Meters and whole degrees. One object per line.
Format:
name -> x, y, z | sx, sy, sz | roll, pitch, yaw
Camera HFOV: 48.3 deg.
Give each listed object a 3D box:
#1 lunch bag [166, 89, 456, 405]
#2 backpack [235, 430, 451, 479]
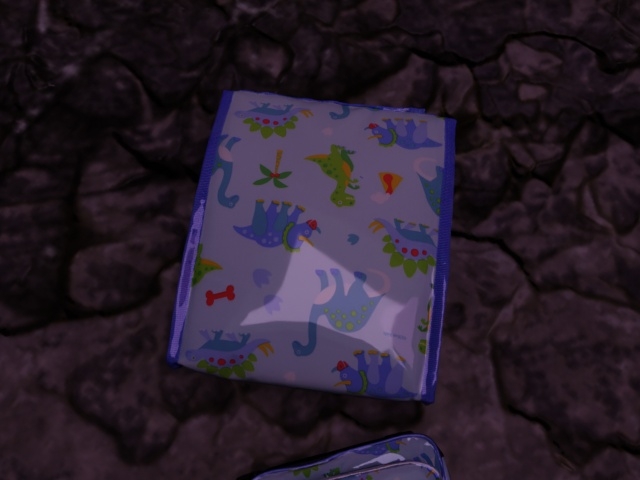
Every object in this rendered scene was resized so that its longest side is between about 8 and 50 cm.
lunch bag -> 0.000, 0.000, 0.370 | 0.128, 0.096, 0.151 | 7, 82, 0
backpack -> 0.020, 0.155, 0.327 | 0.104, 0.084, 0.114 | -13, 76, -4
